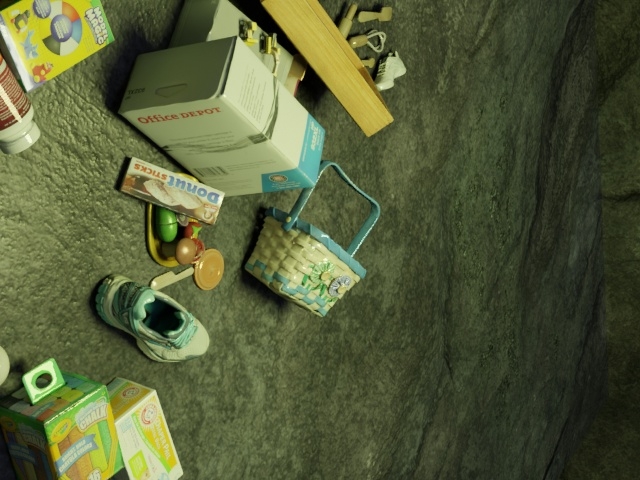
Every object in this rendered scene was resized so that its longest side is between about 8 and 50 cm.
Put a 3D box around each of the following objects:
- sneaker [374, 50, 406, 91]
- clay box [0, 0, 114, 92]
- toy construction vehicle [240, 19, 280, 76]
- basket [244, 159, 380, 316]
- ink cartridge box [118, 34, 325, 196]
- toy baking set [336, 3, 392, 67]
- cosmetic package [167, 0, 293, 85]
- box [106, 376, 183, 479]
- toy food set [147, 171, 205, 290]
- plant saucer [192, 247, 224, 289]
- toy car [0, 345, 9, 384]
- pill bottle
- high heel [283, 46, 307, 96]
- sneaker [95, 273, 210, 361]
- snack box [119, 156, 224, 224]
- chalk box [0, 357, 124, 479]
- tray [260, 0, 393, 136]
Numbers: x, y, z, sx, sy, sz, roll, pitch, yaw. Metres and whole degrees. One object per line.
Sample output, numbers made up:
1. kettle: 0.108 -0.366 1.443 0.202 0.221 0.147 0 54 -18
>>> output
1. sneaker: 0.154 -0.400 2.199 0.152 0.054 0.061 -54 129 -48
2. clay box: -0.410 -0.335 1.432 0.222 0.053 0.127 -45 133 -37
3. toy construction vehicle: -0.109 -0.349 1.689 0.086 0.035 0.098 -6 100 -55
4. basket: 0.000 0.000 1.954 0.255 0.201 0.289 36 79 -51
5. ink cartridge box: -0.166 -0.210 1.642 0.307 0.223 0.129 42 52 -50
6. toy baking set: 0.083 -0.443 2.110 0.197 0.030 0.256 28 82 -59
7. cosmetic package: -0.165 -0.345 1.730 0.238 0.107 0.127 32 72 -50
8. box: -0.342 0.364 1.659 0.114 0.103 0.203 -41 129 -41
9. toy food set: -0.253 -0.015 1.714 0.128 0.071 0.217 -15 111 -52
10. plant saucer: -0.219 0.057 1.829 0.083 0.013 0.083 -18 113 -50
11. toy car: -0.549 0.190 1.321 0.136 0.159 0.182 54 46 0
12. pill bottle: -0.475 -0.204 1.348 0.086 0.086 0.152 -53 136 -32
13. high heel: -0.102 -0.279 1.884 0.082 0.117 0.244 17 101 -21
14. sneaker: -0.280 0.161 1.677 0.283 0.122 0.110 40 67 -51
15. snack box: -0.263 -0.087 1.646 0.178 0.022 0.064 21 79 -21
16. chalk box: -0.426 0.299 1.503 0.132 0.132 0.213 -34 125 -46
17. tray: -0.004 -0.402 1.840 0.076 0.202 0.411 -32 136 11
